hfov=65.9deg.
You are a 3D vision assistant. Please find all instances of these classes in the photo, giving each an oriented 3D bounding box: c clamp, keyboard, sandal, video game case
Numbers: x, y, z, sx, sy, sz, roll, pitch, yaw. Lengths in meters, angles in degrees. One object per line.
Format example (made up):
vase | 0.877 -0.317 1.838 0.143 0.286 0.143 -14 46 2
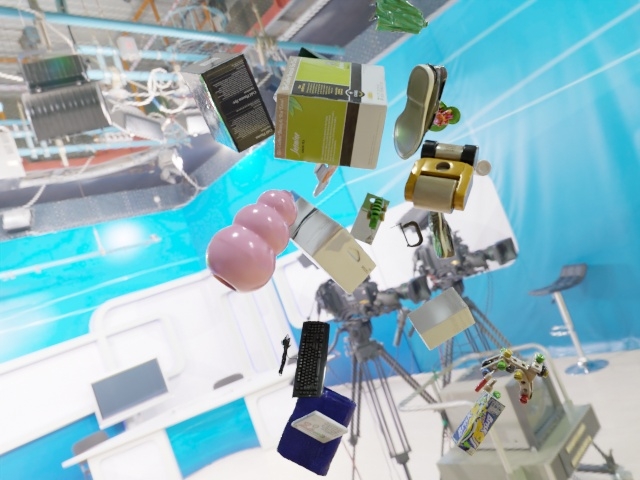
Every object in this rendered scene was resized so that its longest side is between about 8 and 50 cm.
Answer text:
c clamp | 0.448 -0.030 2.519 0.137 0.161 0.022 -29 12 -1
keyboard | -0.072 0.444 1.873 0.201 0.317 0.033 -7 -44 16
sandal | 0.007 -0.272 1.962 0.102 0.076 0.265 -46 -7 -41
video game case | -0.002 0.680 1.795 0.143 0.157 0.019 -39 24 37

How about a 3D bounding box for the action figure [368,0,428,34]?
action figure | 0.258 -0.715 1.587 0.232 0.137 0.063 0 9 -32

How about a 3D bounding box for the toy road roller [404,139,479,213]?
toy road roller | 0.443 -0.190 1.772 0.202 0.241 0.330 12 52 23

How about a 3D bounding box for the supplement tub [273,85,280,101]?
supplement tub | -0.131 -0.589 1.942 0.107 0.071 0.071 -63 8 -14

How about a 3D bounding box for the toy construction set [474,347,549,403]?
toy construction set | 0.841 0.565 2.165 0.308 0.257 0.237 -8 -44 -36

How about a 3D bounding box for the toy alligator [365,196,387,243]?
toy alligator | 0.175 -0.078 1.583 0.056 0.190 0.051 9 -34 17

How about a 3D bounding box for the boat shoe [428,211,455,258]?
boat shoe | 0.487 -0.034 1.971 0.073 0.224 0.080 1 -19 -19

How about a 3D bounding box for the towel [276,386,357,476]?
towel | -0.016 0.728 1.930 0.227 0.308 0.076 23 -6 12

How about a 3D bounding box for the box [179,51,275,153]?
box | -0.357 -0.536 1.898 0.178 0.313 0.343 -32 30 -14

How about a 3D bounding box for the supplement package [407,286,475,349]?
supplement package | 0.400 0.260 1.644 0.179 0.105 0.105 -32 39 3

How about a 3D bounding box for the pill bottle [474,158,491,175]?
pill bottle | 0.624 -0.287 1.942 0.065 0.065 0.116 -20 9 4

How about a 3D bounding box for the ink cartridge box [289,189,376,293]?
ink cartridge box | 0.000 0.000 1.964 0.166 0.285 0.395 -47 39 -3

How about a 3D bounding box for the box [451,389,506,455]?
box | 0.440 0.509 1.381 0.169 0.054 0.059 -55 2 0

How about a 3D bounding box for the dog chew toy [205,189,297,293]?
dog chew toy | -0.185 -0.011 1.451 0.332 0.206 0.206 -56 9 -18

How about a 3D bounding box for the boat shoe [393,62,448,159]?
boat shoe | 0.325 -0.410 1.589 0.113 0.127 0.340 -22 -40 -25

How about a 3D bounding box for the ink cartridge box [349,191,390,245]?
ink cartridge box | 0.210 -0.095 2.115 0.108 0.209 0.062 23 14 5

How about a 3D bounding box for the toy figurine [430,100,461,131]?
toy figurine | 0.416 -0.452 1.860 0.173 0.130 0.159 12 32 37

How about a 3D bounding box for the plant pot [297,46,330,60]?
plant pot | 0.028 -0.586 1.842 0.234 0.165 0.166 0 -55 -43

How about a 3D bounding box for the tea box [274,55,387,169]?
tea box | 0.033 -0.412 1.564 0.323 0.220 0.329 8 38 0
